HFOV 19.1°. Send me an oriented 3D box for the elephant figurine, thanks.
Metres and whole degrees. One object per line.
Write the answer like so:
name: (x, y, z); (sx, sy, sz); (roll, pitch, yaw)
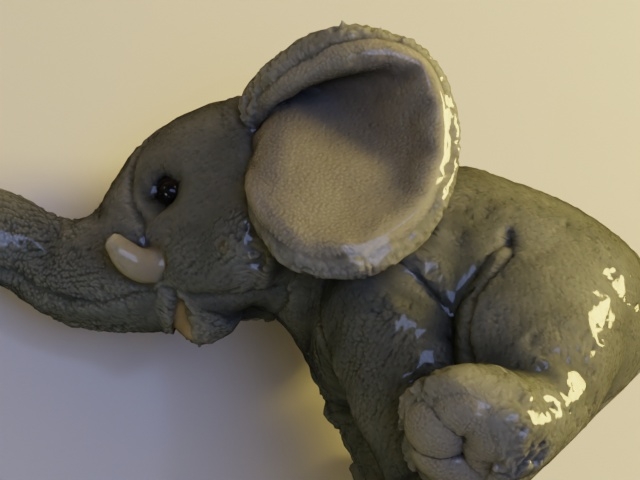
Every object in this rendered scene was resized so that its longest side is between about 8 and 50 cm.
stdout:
elephant figurine: (0.000, 0.000, 0.727); (0.239, 0.169, 0.186); (46, 36, 9)
